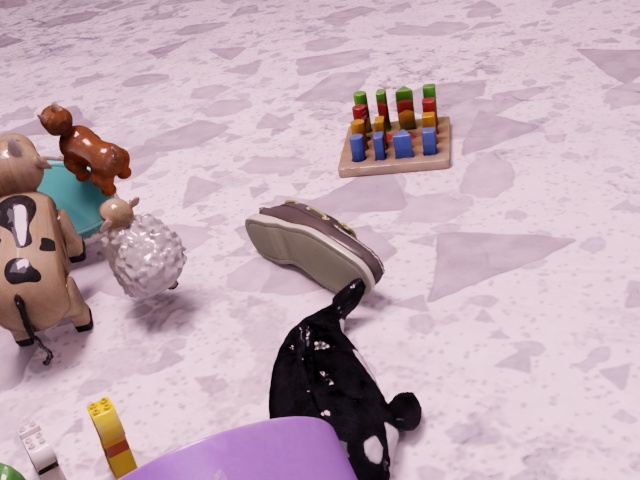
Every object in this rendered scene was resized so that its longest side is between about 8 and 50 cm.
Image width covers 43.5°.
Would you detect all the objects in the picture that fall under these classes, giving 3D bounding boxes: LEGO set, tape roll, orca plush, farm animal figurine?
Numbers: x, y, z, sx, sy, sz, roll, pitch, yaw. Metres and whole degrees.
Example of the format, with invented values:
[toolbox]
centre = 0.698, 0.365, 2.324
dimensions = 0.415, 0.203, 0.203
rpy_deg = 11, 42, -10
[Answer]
[LEGO set]
centre = -0.178, 0.190, 0.649
dimensions = 0.087, 0.093, 0.227
rpy_deg = -26, 33, -25
[tape roll]
centre = -0.060, 0.192, 0.498
dimensions = 0.189, 0.189, 0.080
rpy_deg = -20, 59, -15
[orca plush]
centre = 0.013, 0.109, 0.717
dimensions = 0.151, 0.102, 0.287
rpy_deg = -3, 30, 14
[farm animal figurine]
centre = -0.359, -0.022, 0.901
dimensions = 0.330, 0.172, 0.326
rpy_deg = -28, 63, -13

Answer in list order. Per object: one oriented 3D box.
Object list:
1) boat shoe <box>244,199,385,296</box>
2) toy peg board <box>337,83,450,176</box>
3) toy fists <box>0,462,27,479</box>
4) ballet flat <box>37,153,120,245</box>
[boat shoe]
centre = 0.000, 0.000, 0.932
dimensions = 0.069, 0.081, 0.228
rpy_deg = -33, 34, -27
[toy peg board]
centre = 0.109, -0.170, 1.194
dimensions = 0.161, 0.079, 0.160
rpy_deg = -4, 30, 12
[toy fists]
centre = -0.363, 0.209, 0.586
dimensions = 0.279, 0.096, 0.142
rpy_deg = 23, 36, -5
[ballet flat]
centre = -0.464, -0.028, 1.088
dimensions = 0.409, 0.147, 0.147
rpy_deg = -7, 29, -3
